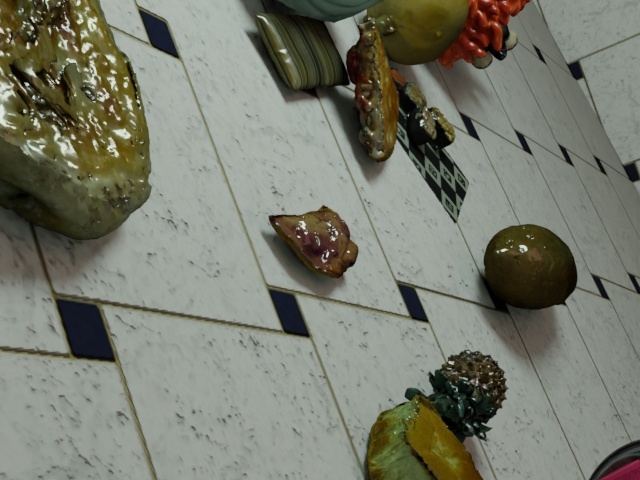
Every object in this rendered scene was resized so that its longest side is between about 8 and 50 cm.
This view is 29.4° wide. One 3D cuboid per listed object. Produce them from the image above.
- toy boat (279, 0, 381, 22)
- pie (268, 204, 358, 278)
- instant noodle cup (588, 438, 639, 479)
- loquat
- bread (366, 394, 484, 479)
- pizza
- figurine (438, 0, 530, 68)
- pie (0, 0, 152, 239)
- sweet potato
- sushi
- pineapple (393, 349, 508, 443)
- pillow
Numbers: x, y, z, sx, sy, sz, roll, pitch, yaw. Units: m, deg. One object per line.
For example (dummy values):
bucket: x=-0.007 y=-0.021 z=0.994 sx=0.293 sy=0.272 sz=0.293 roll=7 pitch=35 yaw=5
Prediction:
toy boat: x=-0.003 y=-0.367 z=1.658 sx=0.199 sy=0.100 sz=0.290 roll=37 pitch=19 yaw=10
pie: x=0.000 y=0.000 z=1.338 sx=0.092 sy=0.034 sz=0.170 roll=56 pitch=22 yaw=4
instant noodle cup: x=0.374 y=0.367 z=1.420 sx=0.181 sy=0.258 sz=0.303 roll=-1 pitch=90 yaw=-48
loquat: x=0.146 y=-0.359 z=1.933 sx=0.204 sy=0.172 sz=0.149 roll=-28 pitch=66 yaw=-39
bread: x=0.107 y=0.233 z=1.224 sx=0.140 sy=0.069 sz=0.128 roll=51 pitch=23 yaw=-11
pizza: x=0.068 y=-0.209 z=1.671 sx=0.201 sy=0.053 sz=0.193 roll=-60 pitch=143 yaw=-69
figurine: x=0.238 y=-0.459 z=2.198 sx=0.412 sy=0.241 sz=0.306 roll=-15 pitch=84 yaw=-77
pie: x=-0.243 y=-0.152 z=0.965 sx=0.339 sy=0.077 sz=0.339 roll=45 pitch=26 yaw=-30
sweet potato: x=0.335 y=0.043 z=1.881 sx=0.131 sy=0.130 sz=0.422 roll=63 pitch=17 yaw=11
sushi: x=0.161 y=-0.179 z=1.885 sx=0.279 sy=0.043 sz=0.192 roll=54 pitch=23 yaw=-11
pineapple: x=0.157 y=0.174 z=1.376 sx=0.103 sy=0.083 sz=0.221 roll=30 pitch=13 yaw=11
pillow: x=-0.022 y=-0.247 z=1.596 sx=0.113 sy=0.038 sz=0.203 roll=63 pitch=23 yaw=3
